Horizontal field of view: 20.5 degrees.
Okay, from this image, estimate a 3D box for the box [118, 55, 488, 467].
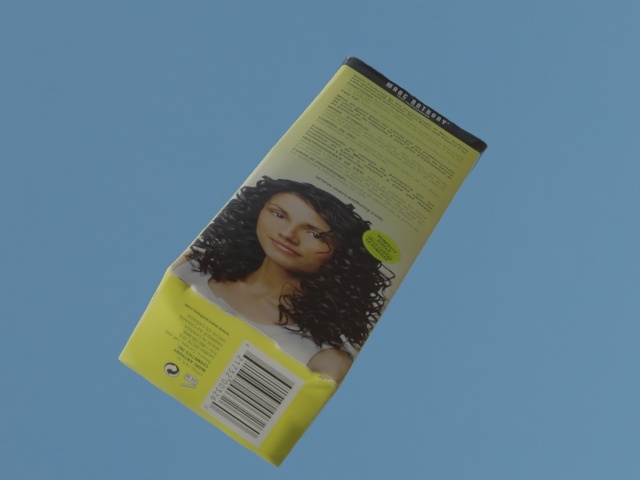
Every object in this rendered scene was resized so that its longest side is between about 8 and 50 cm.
[{"bbox_3d":[0.000,0.000,0.799,0.087,0.058,0.232,33,-146,0],"label":"box"}]
